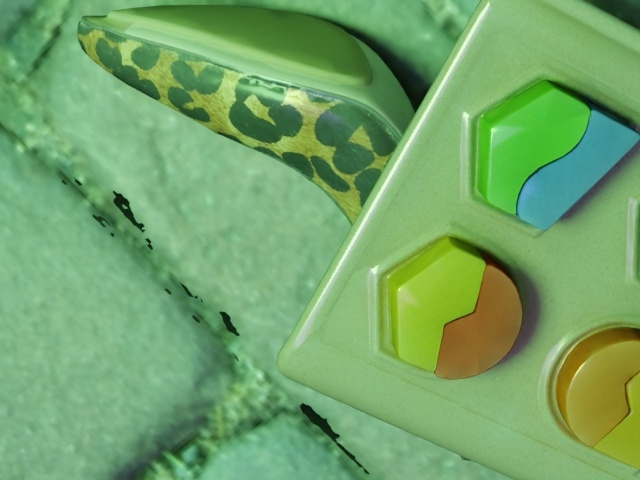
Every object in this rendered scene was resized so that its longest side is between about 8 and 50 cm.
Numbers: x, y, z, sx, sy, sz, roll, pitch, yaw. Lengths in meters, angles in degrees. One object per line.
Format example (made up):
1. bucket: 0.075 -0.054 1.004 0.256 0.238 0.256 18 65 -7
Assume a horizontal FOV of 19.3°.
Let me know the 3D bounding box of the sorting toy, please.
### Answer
1. sorting toy: 0.110 0.014 0.810 0.193 0.038 0.208 25 108 -17

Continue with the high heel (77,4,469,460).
1. high heel: 0.000 0.000 0.867 0.261 0.093 0.186 16 115 1
